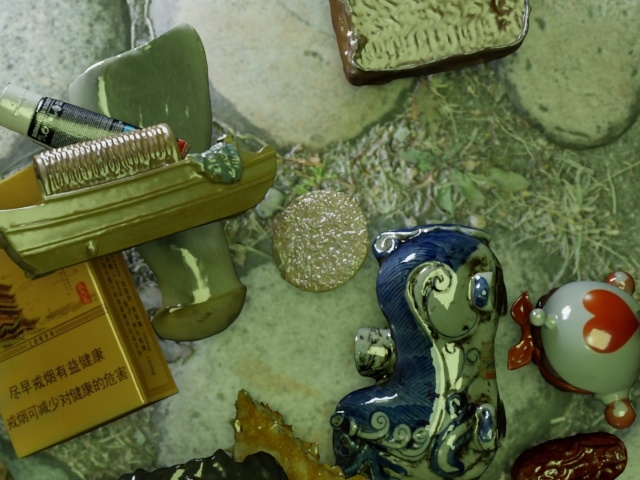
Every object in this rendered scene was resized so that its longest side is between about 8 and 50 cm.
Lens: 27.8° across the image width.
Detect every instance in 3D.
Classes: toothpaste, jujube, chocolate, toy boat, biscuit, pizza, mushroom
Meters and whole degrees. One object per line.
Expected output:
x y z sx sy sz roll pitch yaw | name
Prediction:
-0.234 -0.101 1.319 0.193 0.045 0.071 21 96 -6 | toothpaste
0.269 0.247 1.398 0.129 0.077 0.077 -19 85 -4 | jujube
0.120 -0.258 1.439 0.214 0.093 0.148 -11 86 -3 | chocolate
-0.194 -0.048 1.266 0.310 0.089 0.115 -18 89 -15 | toy boat
0.000 0.000 1.419 0.120 0.015 0.120 -6 75 23 | biscuit
-0.043 0.251 1.384 0.188 0.062 0.199 -26 74 22 | pizza
-0.160 -0.057 1.386 0.159 0.122 0.329 -20 86 14 | mushroom

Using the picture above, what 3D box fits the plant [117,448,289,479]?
-0.108 0.325 1.277 0.204 0.178 0.234 0 80 -45 | plant

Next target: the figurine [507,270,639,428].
0.312 0.112 1.385 0.226 0.160 0.183 3 83 3 | figurine

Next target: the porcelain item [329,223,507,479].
0.107 0.126 1.388 0.186 0.138 0.288 0 88 14 | porcelain item

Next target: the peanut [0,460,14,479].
-0.434 0.248 1.345 0.197 0.110 0.233 -30 88 -6 | peanut

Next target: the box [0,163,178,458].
-0.282 0.069 1.355 0.174 0.076 0.274 -25 85 21 | box
